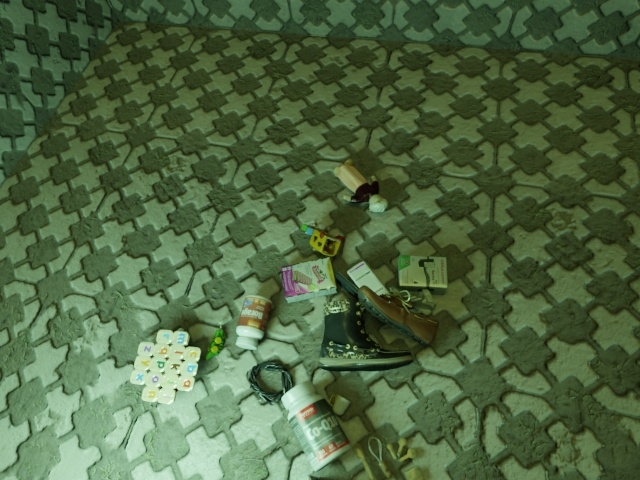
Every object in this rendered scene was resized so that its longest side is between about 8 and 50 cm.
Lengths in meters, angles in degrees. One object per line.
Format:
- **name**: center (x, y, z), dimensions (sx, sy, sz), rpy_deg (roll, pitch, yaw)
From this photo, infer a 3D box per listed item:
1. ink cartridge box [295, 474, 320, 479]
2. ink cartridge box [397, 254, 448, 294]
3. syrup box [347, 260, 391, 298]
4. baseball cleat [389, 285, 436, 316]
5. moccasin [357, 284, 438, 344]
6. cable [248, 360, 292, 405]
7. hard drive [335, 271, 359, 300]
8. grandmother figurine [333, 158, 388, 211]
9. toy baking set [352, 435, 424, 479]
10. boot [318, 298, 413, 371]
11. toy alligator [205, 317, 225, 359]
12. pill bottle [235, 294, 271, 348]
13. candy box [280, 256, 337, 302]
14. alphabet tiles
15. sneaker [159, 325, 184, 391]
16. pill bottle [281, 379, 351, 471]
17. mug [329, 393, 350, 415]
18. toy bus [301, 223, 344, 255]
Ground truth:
- **ink cartridge box**: center (-0.090, 0.885, 1.391), dimensions (0.197, 0.272, 0.114), rpy_deg (-21, 58, -6)
- **ink cartridge box**: center (0.449, 0.151, 1.836), dimensions (0.209, 0.087, 0.153), rpy_deg (2, 63, 6)
- **syrup box**: center (0.221, 0.215, 1.822), dimensions (0.096, 0.093, 0.236), rpy_deg (-31, 63, -10)
- **baseball cleat**: center (0.398, 0.233, 1.777), dimensions (0.206, 0.072, 0.109), rpy_deg (35, 95, -5)
- **moccasin**: center (0.317, 0.278, 1.668), dimensions (0.380, 0.139, 0.146), rpy_deg (30, 80, -9)
- **cable**: center (-0.206, 0.568, 1.702), dimensions (0.184, 0.047, 0.150), rpy_deg (38, 71, 23)
- **hard drive**: center (0.122, 0.203, 1.838), dimensions (0.022, 0.094, 0.135), rpy_deg (-43, 66, -15)
- **grandmother figurine**: center (0.205, -0.259, 2.081), dimensions (0.208, 0.104, 0.342), rpy_deg (-39, 62, -5)
- **toy baking set**: center (0.247, 0.828, 1.526), dimensions (0.256, 0.030, 0.196), rpy_deg (0, 59, 5)
- **boot**: center (0.178, 0.388, 1.715), dimensions (0.378, 0.138, 0.284), rpy_deg (-5, 61, 9)
- **toy alligator**: center (-0.440, 0.431, 1.802), dimensions (0.051, 0.056, 0.189), rpy_deg (32, 60, -25)
- **pill bottle**: center (-0.291, 0.351, 1.786), dimensions (0.121, 0.121, 0.216), rpy_deg (6, 62, 9)
- **candy box**: center (-0.053, 0.178, 1.884), dimensions (0.234, 0.071, 0.159), rpy_deg (-12, 61, -1)
- **alphabet tiles**: center (-0.629, 0.510, 1.696), dimensions (0.278, 0.021, 0.284), rpy_deg (2, 67, 11)
- **sneaker**: center (-0.604, 0.508, 1.755), dimensions (0.145, 0.090, 0.270), rpy_deg (17, 68, 14)
- **pill bottle**: center (-0.023, 0.684, 1.554), dimensions (0.161, 0.161, 0.283), rpy_deg (-30, 63, -10)
- **mug**: center (0.075, 0.646, 1.633), dimensions (0.062, 0.078, 0.064), rpy_deg (32, 75, -14)
- **toy bus**: center (0.002, 0.002, 1.951), dimensions (0.191, 0.202, 0.104), rpy_deg (22, 98, 11)
